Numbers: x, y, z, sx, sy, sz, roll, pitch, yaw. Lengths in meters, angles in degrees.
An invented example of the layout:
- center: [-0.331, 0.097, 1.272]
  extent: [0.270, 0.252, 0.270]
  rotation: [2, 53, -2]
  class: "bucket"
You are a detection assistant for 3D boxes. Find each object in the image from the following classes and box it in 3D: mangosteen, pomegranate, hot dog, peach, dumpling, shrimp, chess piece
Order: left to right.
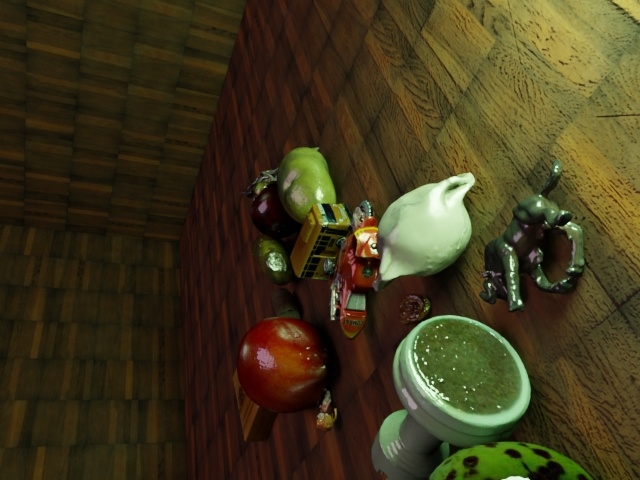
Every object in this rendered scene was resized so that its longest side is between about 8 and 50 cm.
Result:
- center: [-0.186, -0.183, 1.861]
  extent: [0.343, 0.117, 0.145]
  rotation: [-9, 75, 59]
  class: "shrimp"
- center: [-0.137, -0.104, 1.633]
  extent: [0.200, 0.200, 0.199]
  rotation: [-173, 90, -67]
  class: "mangosteen"
- center: [-0.117, 0.334, 1.431]
  extent: [0.362, 0.201, 0.257]
  rotation: [158, 117, -67]
  class: "peach"
- center: [0.177, 0.134, 1.035]
  extent: [0.083, 0.035, 0.058]
  rotation: [144, 133, -59]
  class: "hot dog"
- center: [0.182, -0.015, 0.946]
  extent: [0.258, 0.147, 0.193]
  rotation: [-54, -6, 9]
  class: "dumpling"
- center: [0.175, 0.278, 0.837]
  extent: [0.194, 0.195, 0.299]
  rotation: [-107, 24, -43]
  class: "chess piece"
- center: [0.238, 0.354, 0.644]
  extent: [0.242, 0.306, 0.242]
  rotation: [-4, 79, 21]
  class: "pomegranate"

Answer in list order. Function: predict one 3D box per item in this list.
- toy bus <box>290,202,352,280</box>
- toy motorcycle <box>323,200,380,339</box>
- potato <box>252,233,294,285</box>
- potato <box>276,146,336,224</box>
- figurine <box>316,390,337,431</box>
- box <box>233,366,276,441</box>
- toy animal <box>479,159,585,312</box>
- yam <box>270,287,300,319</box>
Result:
- center: [0.000, 0.000, 1.380]
  extent: [0.098, 0.114, 0.201]
  rotation: [-110, 36, -46]
  class: "toy bus"
- center: [0.080, 0.061, 1.211]
  extent: [0.171, 0.089, 0.298]
  rotation: [-139, 59, -61]
  class: "toy motorcycle"
- center: [-0.143, 0.055, 1.678]
  extent: [0.149, 0.113, 0.251]
  rotation: [66, 169, -26]
  class: "potato"
- center: [-0.038, -0.147, 1.486]
  extent: [0.169, 0.144, 0.248]
  rotation: [-57, 43, 39]
  class: "potato"
- center: [0.017, 0.419, 1.314]
  extent: [0.109, 0.047, 0.064]
  rotation: [-80, 4, -57]
  class: "figurine"
- center: [-0.221, 0.507, 1.795]
  extent: [0.274, 0.076, 0.174]
  rotation: [-116, 41, -51]
  class: "box"
- center: [0.290, 0.006, 0.753]
  extent: [0.148, 0.085, 0.232]
  rotation: [-118, 38, -55]
  class: "toy animal"
- center: [-0.110, 0.206, 1.618]
  extent: [0.127, 0.084, 0.084]
  rotation: [-122, 45, -56]
  class: "yam"
